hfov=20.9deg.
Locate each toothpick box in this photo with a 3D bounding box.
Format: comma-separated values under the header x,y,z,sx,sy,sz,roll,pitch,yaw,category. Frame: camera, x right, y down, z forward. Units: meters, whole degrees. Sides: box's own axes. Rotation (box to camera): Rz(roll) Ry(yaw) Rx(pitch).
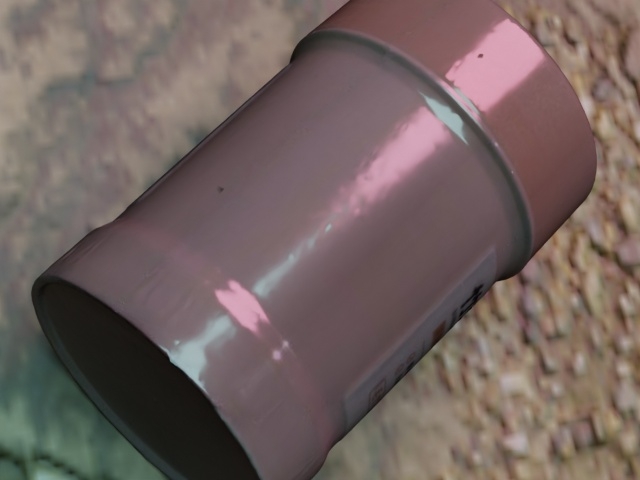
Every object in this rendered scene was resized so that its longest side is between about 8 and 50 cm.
x,y,z,sx,sy,sz,roll,pitch,yaw,category
0.000,0.000,0.521,0.098,0.098,0.149,46,67,3,toothpick box
